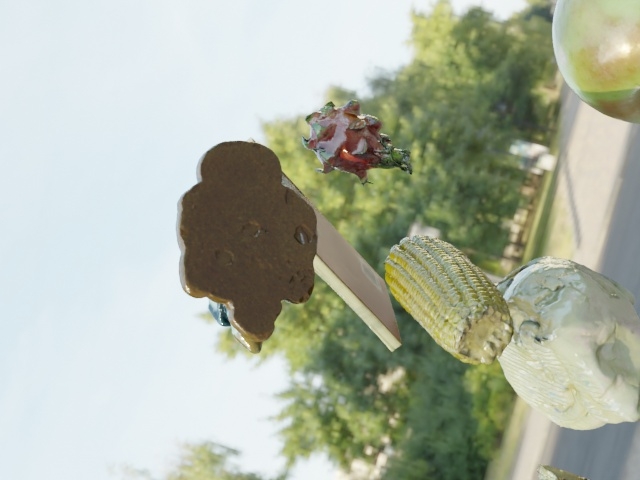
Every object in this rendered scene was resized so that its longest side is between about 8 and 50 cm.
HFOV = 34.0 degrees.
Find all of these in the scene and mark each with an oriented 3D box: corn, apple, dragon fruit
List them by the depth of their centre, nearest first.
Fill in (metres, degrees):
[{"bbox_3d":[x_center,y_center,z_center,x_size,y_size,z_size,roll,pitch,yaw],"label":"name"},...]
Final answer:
[{"bbox_3d":[0.190,0.081,1.568,0.344,0.131,0.131,-130,53,-69],"label":"corn"},{"bbox_3d":[0.548,-0.355,1.743,0.319,0.319,0.277,90,179,-61],"label":"apple"},{"bbox_3d":[0.073,-0.178,2.008,0.135,0.236,0.137,-60,-9,-20],"label":"dragon fruit"}]

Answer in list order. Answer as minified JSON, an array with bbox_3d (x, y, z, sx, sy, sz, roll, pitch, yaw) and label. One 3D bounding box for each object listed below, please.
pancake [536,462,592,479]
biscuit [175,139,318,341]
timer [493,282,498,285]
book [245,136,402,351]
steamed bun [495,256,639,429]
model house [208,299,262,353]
[{"bbox_3d":[0.463,0.510,1.754,0.056,0.212,0.257,109,166,-69],"label":"pancake"},{"bbox_3d":[-0.101,-0.001,1.454,0.041,0.208,0.290,145,124,-61],"label":"biscuit"},{"bbox_3d":[0.257,0.130,1.939,0.132,0.152,0.132,10,-90,-67],"label":"timer"},{"bbox_3d":[0.000,0.000,1.766,0.028,0.374,0.262,-39,19,13],"label":"book"},{"bbox_3d":[0.409,0.151,1.665,0.207,0.280,0.268,-45,9,-20],"label":"steamed bun"},{"bbox_3d":[-0.130,0.066,1.911,0.253,0.184,0.291,136,124,-60],"label":"model house"}]
